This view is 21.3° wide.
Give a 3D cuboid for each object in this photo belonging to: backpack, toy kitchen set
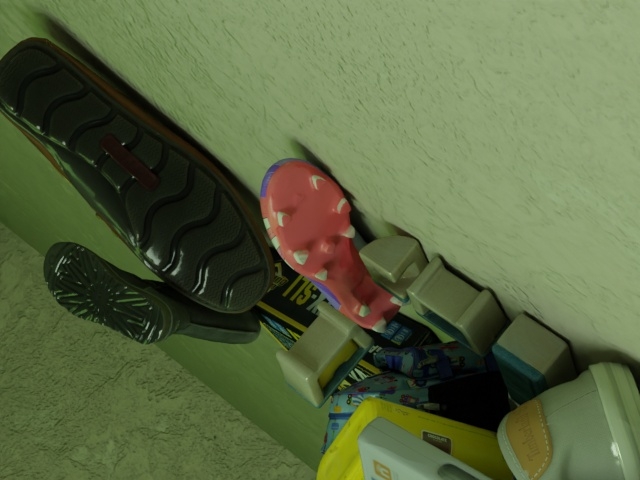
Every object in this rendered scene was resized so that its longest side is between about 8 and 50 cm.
[{"bbox_3d":[0.084,0.159,1.620,0.158,0.173,0.117,162,101,-81],"label":"backpack"},{"bbox_3d":[0.095,0.120,1.509,0.207,0.166,0.122,35,168,28],"label":"toy kitchen set"}]

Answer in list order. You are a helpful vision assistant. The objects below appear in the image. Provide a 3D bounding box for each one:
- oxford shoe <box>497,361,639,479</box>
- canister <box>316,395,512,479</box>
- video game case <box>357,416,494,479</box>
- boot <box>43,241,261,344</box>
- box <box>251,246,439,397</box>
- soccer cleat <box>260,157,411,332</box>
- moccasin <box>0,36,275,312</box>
[{"bbox_3d":[0.230,0.287,1.464,0.169,0.130,0.449,-104,-1,-52],"label":"oxford shoe"},{"bbox_3d":[0.096,0.210,1.513,0.170,0.126,0.073,18,-143,-20],"label":"canister"},{"bbox_3d":[0.170,0.323,1.418,0.300,0.036,0.329,27,145,33],"label":"video game case"},{"bbox_3d":[-0.184,0.061,1.897,0.189,0.076,0.208,35,-162,21],"label":"boot"},{"bbox_3d":[0.068,0.150,1.953,0.322,0.079,0.257,27,161,50],"label":"box"},{"bbox_3d":[0.000,0.000,1.601,0.095,0.083,0.248,36,171,44],"label":"soccer cleat"},{"bbox_3d":[-0.203,-0.067,1.866,0.380,0.139,0.147,37,-177,0],"label":"moccasin"}]
